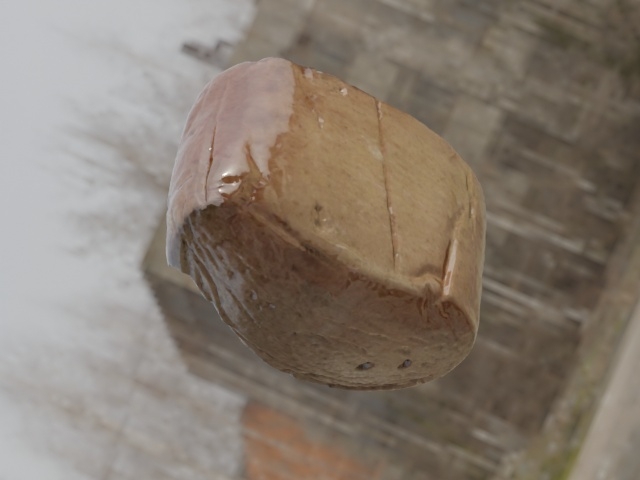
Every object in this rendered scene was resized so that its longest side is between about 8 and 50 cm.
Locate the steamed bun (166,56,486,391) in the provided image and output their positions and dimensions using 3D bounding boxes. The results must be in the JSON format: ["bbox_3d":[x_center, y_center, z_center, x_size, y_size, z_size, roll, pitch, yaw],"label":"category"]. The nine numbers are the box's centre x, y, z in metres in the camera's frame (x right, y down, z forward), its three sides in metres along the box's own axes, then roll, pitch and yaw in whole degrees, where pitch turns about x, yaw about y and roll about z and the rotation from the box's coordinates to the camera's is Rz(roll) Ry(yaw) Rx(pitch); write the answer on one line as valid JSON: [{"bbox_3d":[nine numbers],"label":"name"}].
[{"bbox_3d":[0.000,0.000,1.003,0.106,0.175,0.145,-41,28,37],"label":"steamed bun"}]
